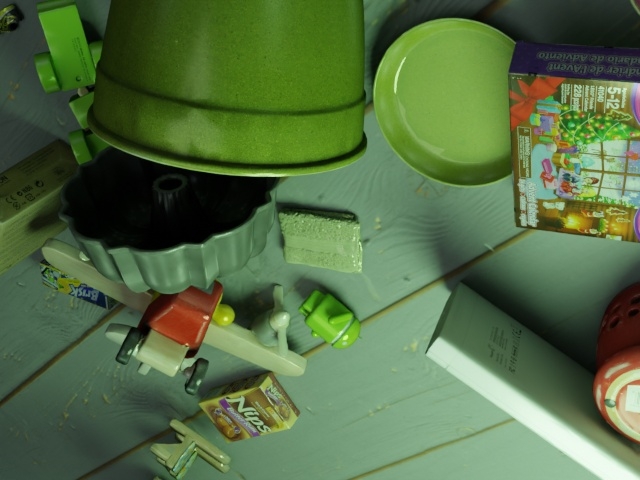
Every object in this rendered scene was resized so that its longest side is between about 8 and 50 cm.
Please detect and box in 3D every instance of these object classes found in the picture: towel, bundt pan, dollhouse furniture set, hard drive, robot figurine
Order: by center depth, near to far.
[{"bbox_3d":[0.321,0.208,1.168,0.353,0.233,0.047,35,112,5],"label":"hard drive"},{"bbox_3d":[-0.220,-0.039,1.251,0.331,0.331,0.124,14,132,21],"label":"bundt pan"},{"bbox_3d":[0.000,0.000,1.345,0.148,0.027,0.110,9,123,24],"label":"towel"},{"bbox_3d":[0.019,0.137,1.399,0.115,0.067,0.101,41,149,-1],"label":"robot figurine"},{"bbox_3d":[-0.309,0.625,1.734,0.256,0.362,0.394,34,159,7],"label":"dollhouse furniture set"}]

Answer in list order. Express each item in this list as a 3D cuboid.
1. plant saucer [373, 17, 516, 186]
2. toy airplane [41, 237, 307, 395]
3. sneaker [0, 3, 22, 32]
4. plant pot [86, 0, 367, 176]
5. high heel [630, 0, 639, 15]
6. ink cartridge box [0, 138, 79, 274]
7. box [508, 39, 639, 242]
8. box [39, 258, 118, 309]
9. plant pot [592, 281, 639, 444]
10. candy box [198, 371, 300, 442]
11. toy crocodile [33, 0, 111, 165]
[{"bbox_3d":[0.189,-0.186,1.108,0.241,0.037,0.241,14,125,21],"label":"plant saucer"},{"bbox_3d":[-0.244,0.113,1.441,0.384,0.272,0.386,14,163,34],"label":"toy airplane"},{"bbox_3d":[-0.541,-0.368,1.403,0.083,0.031,0.035,-31,103,40],"label":"sneaker"},{"bbox_3d":[-0.099,-0.308,1.015,0.367,0.366,0.352,17,116,19],"label":"plant pot"},{"bbox_3d":[0.382,-0.338,0.848,0.181,0.127,0.377,-36,104,33],"label":"high heel"},{"bbox_3d":[-0.540,-0.051,1.481,0.088,0.234,0.193,39,130,1],"label":"ink cartridge box"},{"bbox_3d":[0.334,-0.107,0.985,0.201,0.057,0.293,8,148,21],"label":"box"},{"bbox_3d":[-0.479,0.080,1.651,0.169,0.054,0.059,18,127,19],"label":"box"},{"bbox_3d":[0.464,0.175,1.106,0.191,0.174,0.191,16,129,20],"label":"plant pot"},{"bbox_3d":[-0.143,0.334,1.633,0.187,0.053,0.109,-23,106,37],"label":"candy box"},{"bbox_3d":[-0.383,-0.233,1.364,0.115,0.105,0.340,-20,114,-7],"label":"toy crocodile"}]
